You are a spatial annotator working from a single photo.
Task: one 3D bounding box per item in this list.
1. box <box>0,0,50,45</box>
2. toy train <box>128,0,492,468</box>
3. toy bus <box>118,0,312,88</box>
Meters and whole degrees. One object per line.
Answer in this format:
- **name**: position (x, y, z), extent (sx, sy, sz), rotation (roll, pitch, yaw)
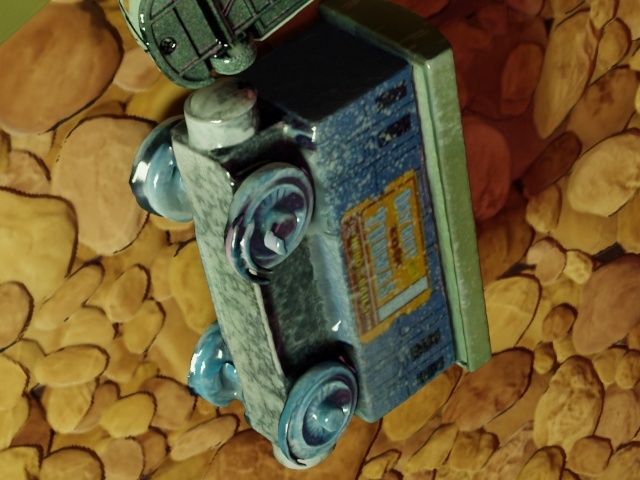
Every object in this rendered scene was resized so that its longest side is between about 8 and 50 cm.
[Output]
- **box**: position (-0.234, -0.142, 0.973), extent (0.201, 0.090, 0.144), rotation (-40, 138, 17)
- **toy train**: position (0.000, 0.000, 1.272), extent (0.202, 0.131, 0.300), rotation (-35, 134, -27)
- **toy bus**: position (-0.038, -0.176, 1.147), extent (0.194, 0.089, 0.087), rotation (-40, 133, -12)
